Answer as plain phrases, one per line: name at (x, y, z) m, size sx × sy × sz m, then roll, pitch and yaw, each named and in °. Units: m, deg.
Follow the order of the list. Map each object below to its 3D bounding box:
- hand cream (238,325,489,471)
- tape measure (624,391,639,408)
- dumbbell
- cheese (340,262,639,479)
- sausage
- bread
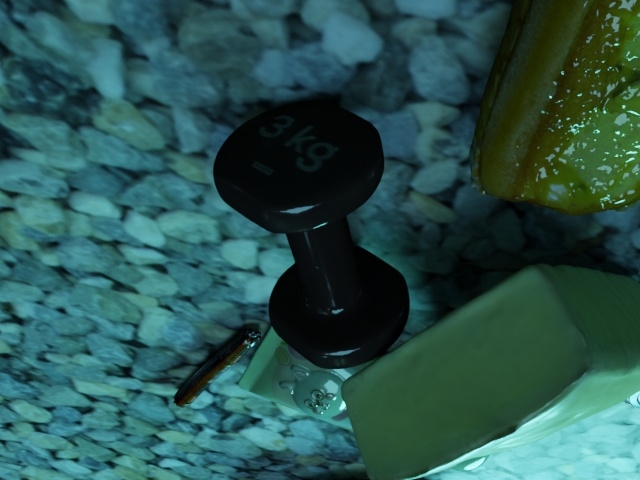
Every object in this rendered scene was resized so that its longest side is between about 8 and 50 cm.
hand cream at (0.064, 0.186, 0.902) m, size 0.306 × 0.093 × 0.147 m, roll 23°, pitch 131°, yaw -9°
tape measure at (0.388, 0.146, 0.850) m, size 0.118 × 0.074 × 0.125 m, roll 7°, pitch 141°, yaw -14°
dumbbell at (0.000, 0.000, 0.663) m, size 0.124 × 0.140 × 0.225 m, roll -38°, pitch 139°, yaw -21°
cheese at (0.191, 0.128, 0.726) m, size 0.242 × 0.124 × 0.265 m, roll -34°, pitch 155°, yaw 32°
sausage at (-0.128, 0.156, 0.908) m, size 0.028 × 0.025 × 0.198 m, roll 2°, pitch 145°, yaw -42°
bread at (0.203, -0.146, 0.525) m, size 0.152 × 0.119 × 0.288 m, roll 9°, pitch 136°, yaw -2°
